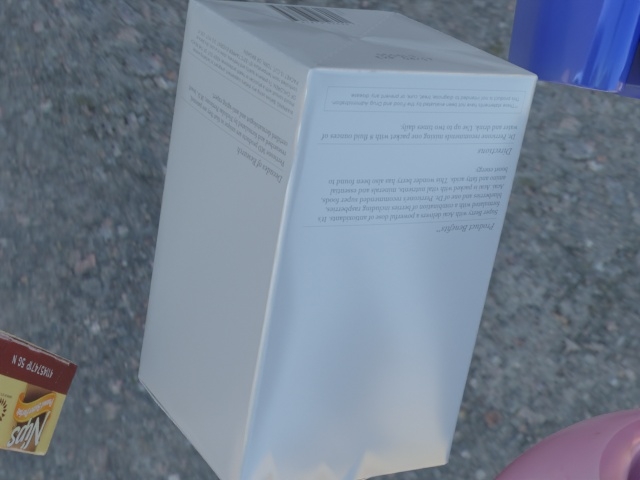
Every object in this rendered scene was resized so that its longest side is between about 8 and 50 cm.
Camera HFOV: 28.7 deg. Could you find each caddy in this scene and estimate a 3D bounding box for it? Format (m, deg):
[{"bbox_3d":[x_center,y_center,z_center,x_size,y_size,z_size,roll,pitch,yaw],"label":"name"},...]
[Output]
[{"bbox_3d":[0.332,-0.243,1.338,0.241,0.341,0.179,11,99,-4],"label":"caddy"}]

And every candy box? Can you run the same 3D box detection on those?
[{"bbox_3d":[-0.372,0.078,0.967,0.317,0.183,0.087,16,79,13],"label":"candy box"}]

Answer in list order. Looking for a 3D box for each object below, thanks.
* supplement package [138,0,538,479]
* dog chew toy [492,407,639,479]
[{"bbox_3d":[0.000,0.000,0.860,0.178,0.175,0.292,-2,114,-32],"label":"supplement package"},{"bbox_3d":[0.142,0.240,0.581,0.207,0.206,0.331,-1,124,-14],"label":"dog chew toy"}]
